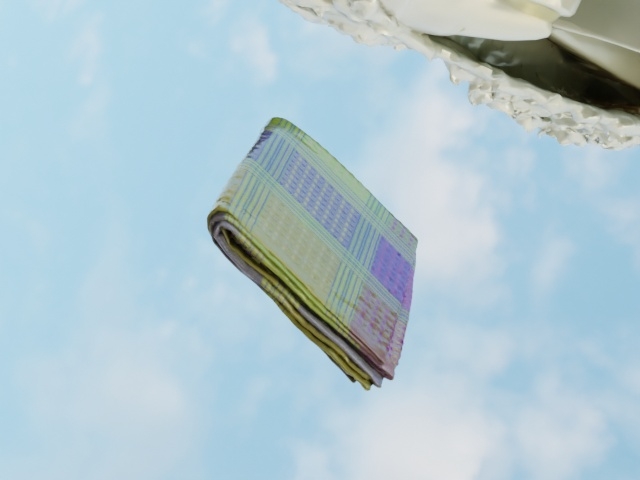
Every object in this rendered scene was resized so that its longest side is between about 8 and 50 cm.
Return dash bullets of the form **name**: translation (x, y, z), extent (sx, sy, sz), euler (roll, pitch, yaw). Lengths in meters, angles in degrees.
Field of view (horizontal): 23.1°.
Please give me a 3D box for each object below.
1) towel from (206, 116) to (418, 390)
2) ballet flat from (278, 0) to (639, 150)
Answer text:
- **towel**: translation (0.000, 0.000, 0.401), extent (0.009, 0.060, 0.083), euler (-42, -169, 23)
- **ballet flat**: translation (0.098, -0.131, 0.730), extent (0.147, 0.409, 0.147), euler (-10, -107, 36)
